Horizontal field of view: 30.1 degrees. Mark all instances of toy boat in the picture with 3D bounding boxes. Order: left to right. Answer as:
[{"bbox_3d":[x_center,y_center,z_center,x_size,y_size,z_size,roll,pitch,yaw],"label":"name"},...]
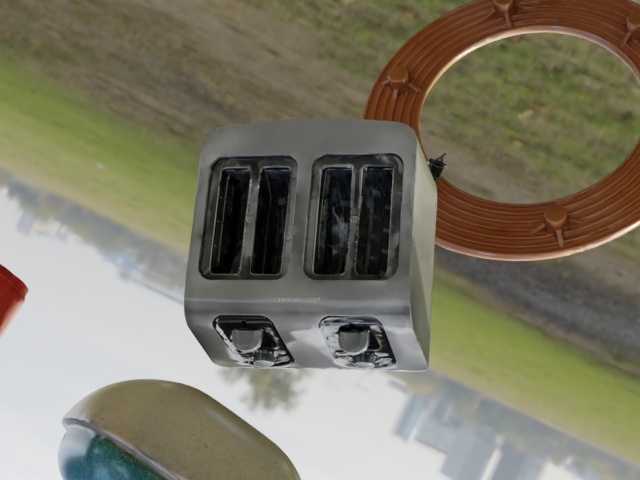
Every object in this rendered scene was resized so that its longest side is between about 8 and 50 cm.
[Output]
[{"bbox_3d":[-0.164,0.154,0.835,0.318,0.148,0.267,35,161,0],"label":"toy boat"}]

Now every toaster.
[{"bbox_3d":[0.000,0.000,0.868,0.168,0.185,0.110,1,159,12],"label":"toaster"}]

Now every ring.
[{"bbox_3d":[0.201,-0.129,1.150,0.337,0.336,0.032,23,155,29],"label":"ring"}]
